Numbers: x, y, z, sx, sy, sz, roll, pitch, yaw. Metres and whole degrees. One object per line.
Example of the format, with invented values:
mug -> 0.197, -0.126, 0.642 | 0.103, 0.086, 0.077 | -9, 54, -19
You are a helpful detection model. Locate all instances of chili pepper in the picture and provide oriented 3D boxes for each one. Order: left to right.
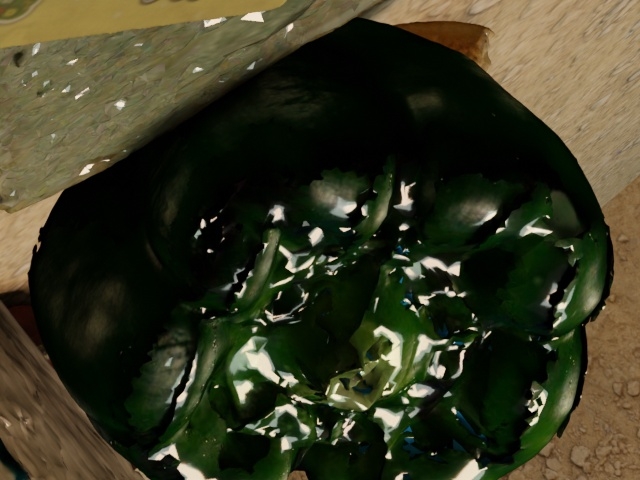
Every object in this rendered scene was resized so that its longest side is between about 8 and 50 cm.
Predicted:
chili pepper -> 0.000, 0.000, 0.743 | 0.248, 0.257, 0.233 | 17, 113, -28

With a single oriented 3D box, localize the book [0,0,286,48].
book -> -0.012, -0.118, 0.394 | 0.168, 0.013, 0.192 | -18, 160, -48

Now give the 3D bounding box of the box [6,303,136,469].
box -> -0.243, 0.163, 1.088 | 0.263, 0.108, 0.404 | -36, 170, -3

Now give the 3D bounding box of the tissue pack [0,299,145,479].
tissue pack -> -0.290, 0.203, 0.665 | 0.416, 0.264, 0.253 | -38, 176, 5

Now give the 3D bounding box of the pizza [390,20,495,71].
pizza -> 0.004, -0.050, 0.931 | 0.246, 0.127, 0.058 | -51, 160, 2

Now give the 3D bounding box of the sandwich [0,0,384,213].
sandwich -> -0.050, -0.128, 0.500 | 0.271, 0.099, 0.301 | -36, 170, -5
